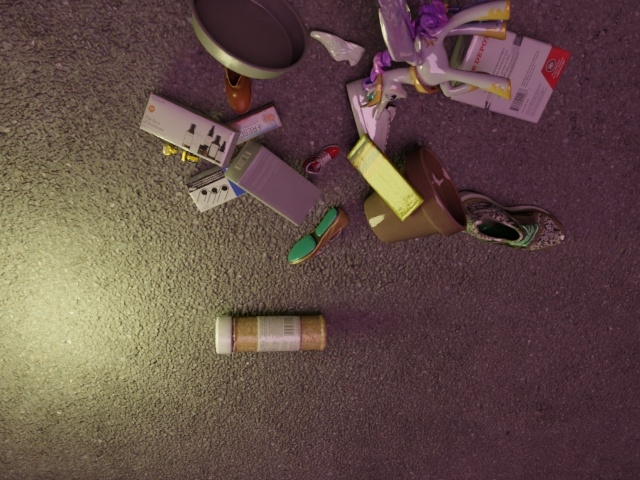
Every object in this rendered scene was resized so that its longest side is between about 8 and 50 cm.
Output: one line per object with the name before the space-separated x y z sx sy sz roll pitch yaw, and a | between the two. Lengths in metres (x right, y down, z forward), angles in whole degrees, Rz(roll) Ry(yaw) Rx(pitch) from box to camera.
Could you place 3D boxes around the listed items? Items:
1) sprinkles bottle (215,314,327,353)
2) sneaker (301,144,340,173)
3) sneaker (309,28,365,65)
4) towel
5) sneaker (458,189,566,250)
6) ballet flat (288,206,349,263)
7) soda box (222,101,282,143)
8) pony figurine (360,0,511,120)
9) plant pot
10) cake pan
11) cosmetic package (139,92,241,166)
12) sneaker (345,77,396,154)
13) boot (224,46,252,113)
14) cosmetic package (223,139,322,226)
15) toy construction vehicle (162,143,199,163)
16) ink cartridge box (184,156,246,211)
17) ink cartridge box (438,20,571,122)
sprinkles bottle | -0.160 0.304 1.710 0.355 0.121 0.121 1 118 -9
sneaker | 0.005 -0.226 1.477 0.118 0.067 0.042 -27 119 6
sneaker | 0.039 -0.495 1.344 0.152 0.054 0.061 18 117 -18
towel | 0.171 -0.167 1.388 0.237 0.021 0.102 50 139 8
sneaker | 0.589 -0.024 1.610 0.410 0.182 0.158 11 116 -14
ballet flat | 0.000 0.000 1.598 0.232 0.080 0.073 -45 130 17
soda box | -0.197 -0.306 1.405 0.183 0.063 0.058 -21 117 4
pony figurine | 0.249 -0.466 1.229 0.363 0.303 0.351 -4 123 15
plant pot | 0.260 -0.103 1.505 0.229 0.263 0.263 -28 120 28
cake pan | -0.167 -0.493 1.207 0.293 0.293 0.054 26 144 -20
cosmetic package | -0.334 -0.285 1.347 0.239 0.060 0.099 25 104 3
sneaker | 0.162 -0.302 1.437 0.123 0.106 0.290 -16 118 3
boot | -0.208 -0.397 1.302 0.073 0.152 0.197 -5 119 -5
cosmetic package | -0.125 -0.155 1.437 0.238 0.107 0.127 37 87 -38
toy construction vehicle | -0.375 -0.261 1.424 0.098 0.035 0.086 10 127 -11
ink cartridge box | -0.268 -0.167 1.481 0.207 0.046 0.097 -23 121 3
ink cartridge box | 0.483 -0.452 1.399 0.272 0.114 0.197 11 117 -15
